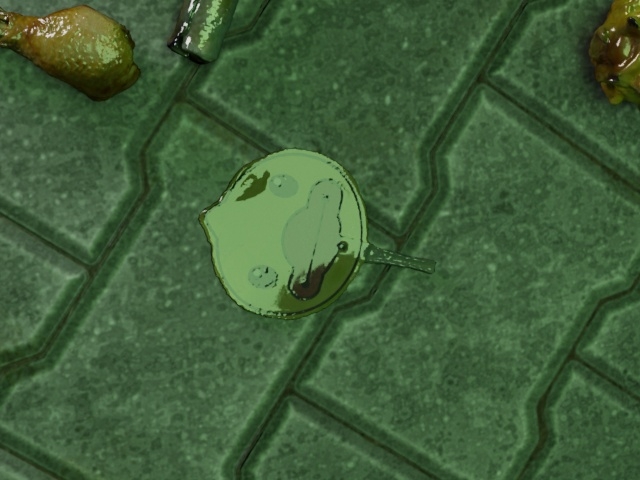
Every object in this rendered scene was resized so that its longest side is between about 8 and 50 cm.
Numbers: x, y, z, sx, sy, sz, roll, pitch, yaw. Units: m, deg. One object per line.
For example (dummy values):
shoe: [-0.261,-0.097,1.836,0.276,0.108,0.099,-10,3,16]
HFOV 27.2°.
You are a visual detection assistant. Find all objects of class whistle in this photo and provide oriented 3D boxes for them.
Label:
whistle: [-0.108,-0.382,1.679,0.068,0.057,0.326,22,88,-19]

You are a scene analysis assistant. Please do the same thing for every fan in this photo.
fan: [0.000,0.000,1.764,0.335,0.011,0.229,12,91,-16]

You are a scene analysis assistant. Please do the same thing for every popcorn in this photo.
popcorn: [0.439,-0.254,1.799,0.152,0.148,0.167,-10,67,-46]

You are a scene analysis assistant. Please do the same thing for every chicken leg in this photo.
chicken leg: [-0.341,-0.244,1.615,0.252,0.087,0.107,12,80,-10]
